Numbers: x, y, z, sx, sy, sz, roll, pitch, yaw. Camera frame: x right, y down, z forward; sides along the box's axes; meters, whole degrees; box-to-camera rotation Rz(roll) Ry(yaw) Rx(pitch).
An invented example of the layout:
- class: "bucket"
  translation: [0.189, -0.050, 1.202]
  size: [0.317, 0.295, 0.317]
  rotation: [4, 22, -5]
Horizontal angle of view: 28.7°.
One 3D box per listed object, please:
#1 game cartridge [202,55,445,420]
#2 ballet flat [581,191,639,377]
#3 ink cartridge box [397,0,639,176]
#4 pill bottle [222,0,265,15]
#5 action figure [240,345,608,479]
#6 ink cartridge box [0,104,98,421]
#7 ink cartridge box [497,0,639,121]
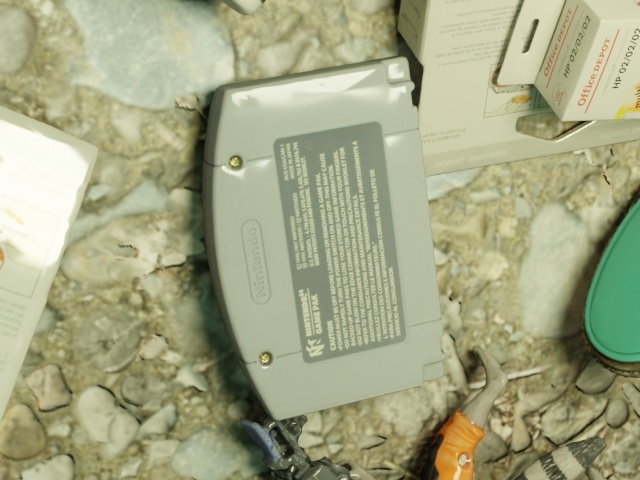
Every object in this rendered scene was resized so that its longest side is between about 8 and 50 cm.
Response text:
- class: "game cartridge"
  translation: [0.000, 0.000, 1.095]
  size: [0.198, 0.062, 0.297]
  rotation: [-10, 104, -11]
- class: "ballet flat"
  translation: [0.424, -0.074, 1.184]
  size: [0.182, 0.164, 0.482]
  rotation: [18, 101, -56]
- class: "ink cartridge box"
  translation: [0.215, -0.195, 1.114]
  size: [0.296, 0.066, 0.261]
  rotation: [-10, 135, -16]
- class: "pill bottle"
  translation: [-0.034, -0.289, 0.968]
  size: [0.119, 0.119, 0.208]
  rotation: [39, 92, -25]
- class: "action figure"
  translation: [0.089, 0.258, 1.156]
  size: [0.330, 0.178, 0.341]
  rotation: [-47, 119, -11]
- class: "ink cartridge box"
  translation: [-0.388, 0.048, 0.993]
  size: [0.308, 0.091, 0.385]
  rotation: [22, 82, -23]
- class: "ink cartridge box"
  translation: [0.254, -0.160, 1.072]
  size: [0.181, 0.061, 0.104]
  rotation: [-4, 132, -21]
